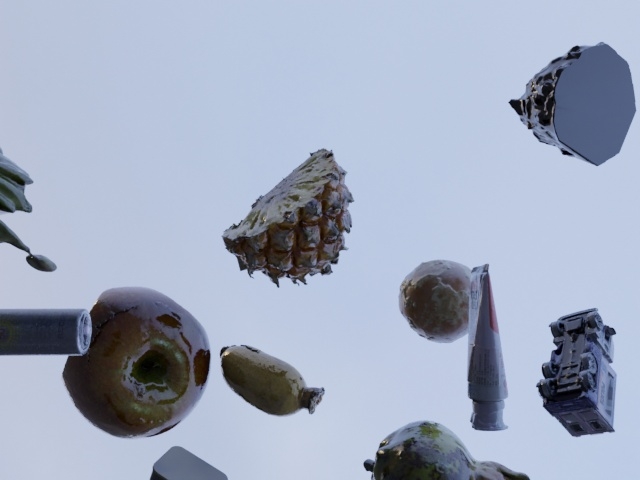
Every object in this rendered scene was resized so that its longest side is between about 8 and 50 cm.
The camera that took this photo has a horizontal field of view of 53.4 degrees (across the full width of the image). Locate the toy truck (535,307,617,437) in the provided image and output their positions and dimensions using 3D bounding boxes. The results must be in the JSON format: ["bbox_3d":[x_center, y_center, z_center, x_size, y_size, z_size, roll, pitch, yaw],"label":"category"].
[{"bbox_3d":[0.601,0.296,1.452,0.124,0.268,0.155,-26,-66,43],"label":"toy truck"}]

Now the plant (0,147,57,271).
[{"bbox_3d":[-0.461,-0.108,0.753,0.251,0.180,0.333,47,-27,30],"label":"plant"}]

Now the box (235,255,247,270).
[{"bbox_3d":[-0.168,0.028,1.561,0.083,0.035,0.079,-13,-88,14],"label":"box"}]

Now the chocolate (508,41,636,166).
[{"bbox_3d":[0.472,-0.275,1.255,0.177,0.224,0.206,21,-91,59],"label":"chocolate"}]

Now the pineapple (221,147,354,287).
[{"bbox_3d":[0.002,0.002,1.419,0.209,0.344,0.286,28,-23,54],"label":"pineapple"}]

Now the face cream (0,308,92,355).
[{"bbox_3d":[-0.502,0.141,0.979,0.073,0.283,0.073,180,-90,-88],"label":"face cream"}]

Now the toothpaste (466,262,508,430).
[{"bbox_3d":[0.236,0.153,0.923,0.089,0.057,0.234,108,-21,-83],"label":"toothpaste"}]

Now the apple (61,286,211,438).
[{"bbox_3d":[-0.464,0.295,1.593,0.374,0.374,0.384,-5,-77,49],"label":"apple"}]

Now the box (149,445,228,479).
[{"bbox_3d":[-0.385,0.700,1.829,0.201,0.144,0.090,27,-72,10],"label":"box"}]

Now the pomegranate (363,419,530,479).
[{"bbox_3d":[0.227,0.429,1.160,0.276,0.222,0.204,-22,-78,19],"label":"pomegranate"}]

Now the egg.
[{"bbox_3d":[0.273,0.135,1.436,0.233,0.195,0.195,155,-89,-83],"label":"egg"}]

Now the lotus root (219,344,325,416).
[{"bbox_3d":[-0.137,0.354,1.585,0.303,0.131,0.146,21,-22,25],"label":"lotus root"}]
